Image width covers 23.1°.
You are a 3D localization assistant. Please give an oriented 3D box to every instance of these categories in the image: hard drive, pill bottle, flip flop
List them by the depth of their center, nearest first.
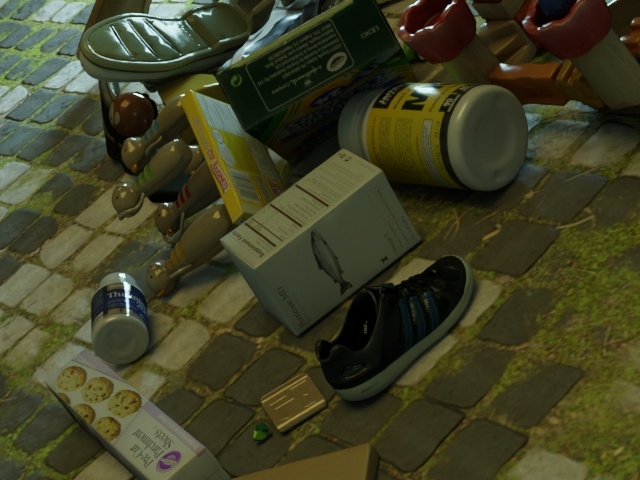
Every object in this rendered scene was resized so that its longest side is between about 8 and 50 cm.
[{"bbox_3d":[0.123,-0.121,1.780,0.208,0.119,0.119,8,47,49],"label":"pill bottle"},{"bbox_3d":[-0.239,0.088,1.855,0.067,0.067,0.120,-28,29,7],"label":"pill bottle"},{"bbox_3d":[-0.167,-0.101,2.123,0.094,0.022,0.135,4,45,46],"label":"hard drive"},{"bbox_3d":[-0.265,-0.168,2.252,0.080,0.112,0.277,-11,22,-17],"label":"flip flop"}]

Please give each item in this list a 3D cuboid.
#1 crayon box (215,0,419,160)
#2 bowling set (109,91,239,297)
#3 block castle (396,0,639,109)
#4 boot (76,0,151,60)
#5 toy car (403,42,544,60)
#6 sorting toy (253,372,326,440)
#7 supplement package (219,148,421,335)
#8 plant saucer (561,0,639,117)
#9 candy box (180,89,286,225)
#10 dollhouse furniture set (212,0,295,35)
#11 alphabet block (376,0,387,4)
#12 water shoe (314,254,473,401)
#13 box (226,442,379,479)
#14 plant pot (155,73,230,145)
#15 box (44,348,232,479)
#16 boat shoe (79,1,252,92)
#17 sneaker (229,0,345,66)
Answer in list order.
[{"bbox_3d":[0.009,-0.192,1.922,0.203,0.083,0.323,-29,-7,6],"label":"crayon box"},{"bbox_3d":[-0.203,-0.095,1.938,0.154,0.200,0.287,-40,24,29],"label":"bowling set"},{"bbox_3d":[0.303,-0.367,1.750,0.303,0.213,0.453,7,58,55],"label":"block castle"},{"bbox_3d":[-0.281,-0.426,2.532,0.089,0.270,0.236,37,35,27],"label":"boot"},{"bbox_3d":[0.203,-0.295,2.038,0.225,0.053,0.239,-17,32,23],"label":"toy car"},{"bbox_3d":[-0.038,0.173,1.593,0.083,0.012,0.062,-31,34,-6],"label":"sorting toy"},{"bbox_3d":[0.000,0.000,1.726,0.179,0.105,0.105,-38,30,-10],"label":"supplement package"},{"bbox_3d":[0.405,-0.224,1.754,0.277,0.041,0.278,-24,29,14],"label":"plant saucer"},{"bbox_3d":[-0.095,-0.091,1.878,0.027,0.105,0.206,-43,51,24],"label":"candy box"},{"bbox_3d":[-0.103,-0.459,2.446,0.242,0.212,0.161,-41,-5,-18],"label":"dollhouse furniture set"},{"bbox_3d":[0.076,-0.473,2.274,0.192,0.197,0.193,-15,33,19],"label":"alphabet block"},{"bbox_3d":[0.078,0.072,1.567,0.073,0.080,0.203,9,49,49],"label":"water shoe"},{"bbox_3d":[-0.033,0.277,1.421,0.164,0.021,0.201,-18,31,23],"label":"box"},{"bbox_3d":[-0.173,-0.191,2.212,0.083,0.081,0.081,-28,29,-4],"label":"plant pot"},{"bbox_3d":[-0.197,0.201,1.649,0.067,0.063,0.324,-41,30,-13],"label":"box"},{"bbox_3d":[-0.229,-0.264,2.265,0.302,0.113,0.103,-16,-29,-44],"label":"boat shoe"},{"bbox_3d":[-0.026,-0.263,2.172,0.163,0.086,0.226,-12,33,35],"label":"sneaker"}]
